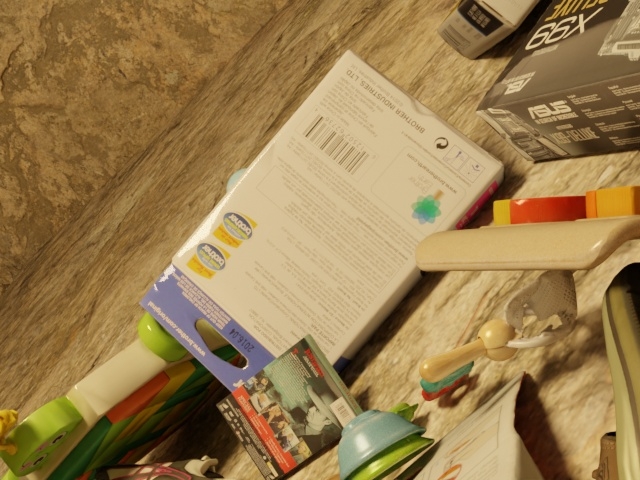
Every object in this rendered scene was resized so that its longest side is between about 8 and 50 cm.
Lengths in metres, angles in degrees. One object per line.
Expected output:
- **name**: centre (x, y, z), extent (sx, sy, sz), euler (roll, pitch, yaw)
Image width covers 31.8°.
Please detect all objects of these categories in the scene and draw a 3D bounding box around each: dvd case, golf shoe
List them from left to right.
- **golf shoe**: centre (-0.142, 0.252, 1.042), extent (0.120, 0.105, 0.273), euler (-22, 3, -14)
- **dvd case**: centre (-0.027, 0.146, 0.962), extent (0.119, 0.087, 0.013), euler (-41, -11, 31)

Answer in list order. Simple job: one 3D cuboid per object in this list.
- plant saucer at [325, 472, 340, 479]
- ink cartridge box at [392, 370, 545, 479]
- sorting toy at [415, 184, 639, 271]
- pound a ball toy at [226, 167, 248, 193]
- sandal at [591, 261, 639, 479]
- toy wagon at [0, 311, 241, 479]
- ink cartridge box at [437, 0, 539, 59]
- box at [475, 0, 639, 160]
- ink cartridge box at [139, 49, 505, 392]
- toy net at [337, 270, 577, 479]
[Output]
- **plant saucer**: centre (-0.004, 0.213, 0.854), extent (0.083, 0.015, 0.083), euler (-47, 6, 6)
- **ink cartridge box**: centre (0.030, 0.256, 0.644), extent (0.308, 0.091, 0.385), euler (-45, 0, 17)
- **sorting toy**: centre (0.184, -0.014, 0.642), extent (0.208, 0.038, 0.193), euler (-8, 2, -23)
- **pound a ball toy**: centre (-0.045, 0.003, 1.216), extent (0.208, 0.136, 0.319), euler (-52, 17, -8)
- **sandal**: centre (0.163, 0.116, 0.502), extent (0.086, 0.120, 0.302), euler (-54, 11, 38)
- **toy wagon**: centre (-0.213, 0.175, 1.127), extent (0.267, 0.068, 0.344), euler (-48, -12, 21)
- **ink cartridge box**: centre (0.256, -0.339, 1.190), extent (0.307, 0.072, 0.303), euler (-52, 1, 2)
- **box**: centre (0.284, -0.186, 0.887), extent (0.242, 0.076, 0.307), euler (-53, 17, -13)
- **ink cartridge box**: centre (0.000, 0.000, 1.033), extent (0.311, 0.186, 0.065), euler (-49, -17, -2)
- **toy net**: centre (0.108, 0.093, 0.778), extent (0.232, 0.045, 0.122), euler (-42, -19, 24)
